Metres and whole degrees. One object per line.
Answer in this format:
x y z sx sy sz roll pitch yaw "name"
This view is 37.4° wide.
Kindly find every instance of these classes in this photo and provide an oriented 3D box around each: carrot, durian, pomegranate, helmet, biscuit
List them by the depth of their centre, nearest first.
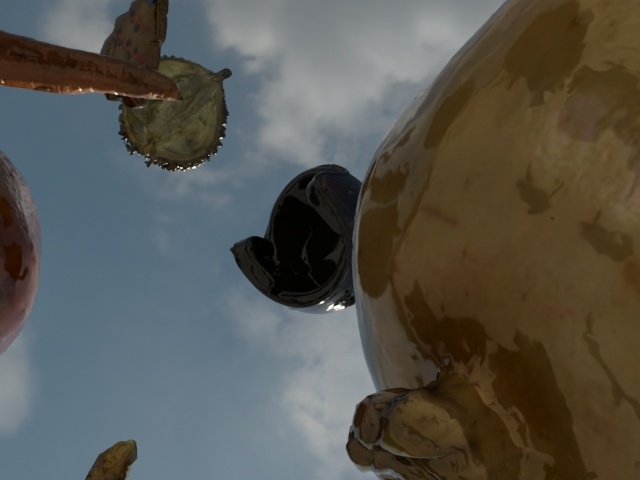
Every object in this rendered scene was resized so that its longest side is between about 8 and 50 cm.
0.190 0.043 0.520 0.412 0.411 0.411 8 -74 29 "pomegranate"
-0.232 -0.158 0.863 0.224 0.057 0.057 10 -71 2 "carrot"
-0.194 -0.202 0.979 0.130 0.019 0.119 -57 -131 24 "biscuit"
-0.180 -0.159 1.207 0.148 0.188 0.091 42 -24 2 "durian"
0.000 0.000 1.285 0.189 0.193 0.216 -40 -139 26 "helmet"

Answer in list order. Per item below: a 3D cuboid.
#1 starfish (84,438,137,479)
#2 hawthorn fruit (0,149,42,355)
-0.071 0.168 0.286 0.176 0.053 0.208 -3 -100 -1 "starfish"
-0.567 0.003 1.083 0.472 0.472 0.471 8 -74 29 "hawthorn fruit"
